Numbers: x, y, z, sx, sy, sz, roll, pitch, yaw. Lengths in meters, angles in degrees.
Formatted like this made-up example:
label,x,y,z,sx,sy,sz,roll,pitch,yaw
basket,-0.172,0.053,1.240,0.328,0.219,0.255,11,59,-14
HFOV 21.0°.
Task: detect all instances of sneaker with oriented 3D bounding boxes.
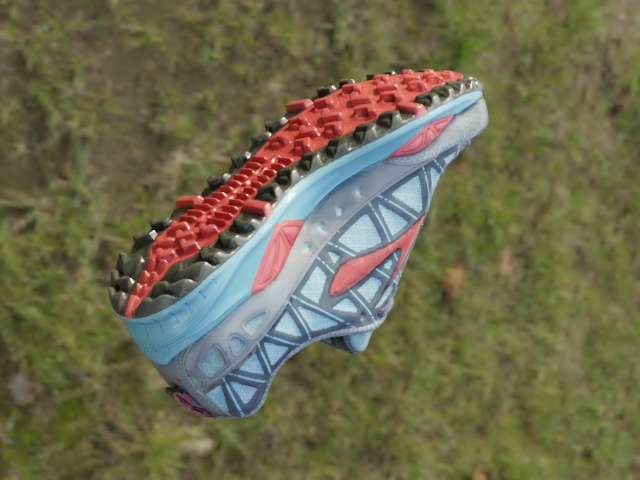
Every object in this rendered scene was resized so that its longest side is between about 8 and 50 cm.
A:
label,x,y,z,sx,sy,sz,roll,pitch,yaw
sneaker,0.000,0.000,0.974,0.262,0.104,0.125,-38,121,-24
